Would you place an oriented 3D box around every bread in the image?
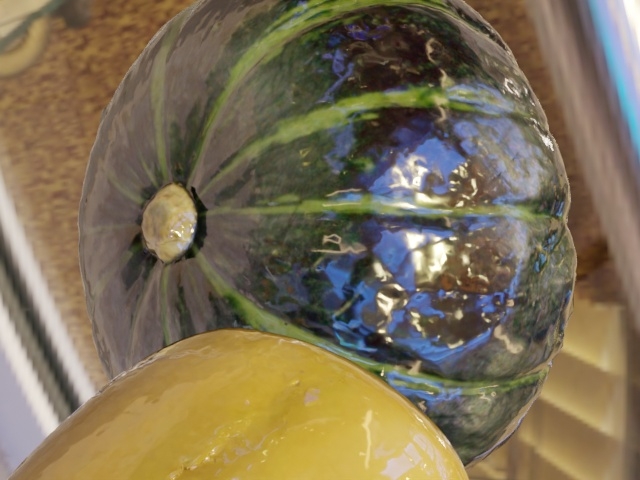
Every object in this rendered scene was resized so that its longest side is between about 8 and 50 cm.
[{"bbox_3d":[-0.057,0.113,0.538,0.098,0.147,0.217,53,58,-35],"label":"bread"}]

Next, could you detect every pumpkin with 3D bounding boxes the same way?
[{"bbox_3d":[0.000,0.000,1.065,0.241,0.323,0.323,9,82,-34],"label":"pumpkin"}]
